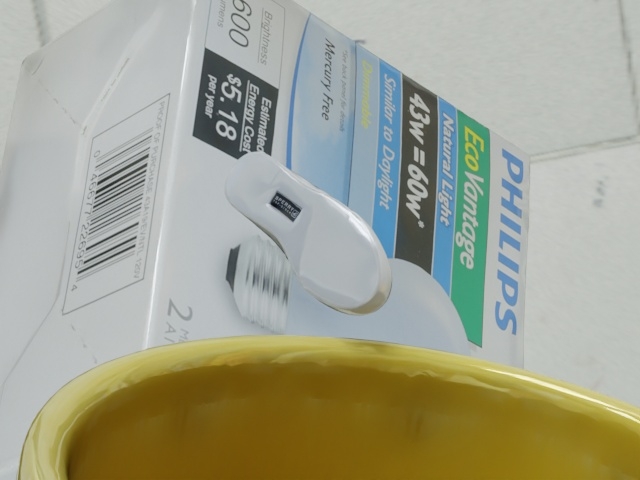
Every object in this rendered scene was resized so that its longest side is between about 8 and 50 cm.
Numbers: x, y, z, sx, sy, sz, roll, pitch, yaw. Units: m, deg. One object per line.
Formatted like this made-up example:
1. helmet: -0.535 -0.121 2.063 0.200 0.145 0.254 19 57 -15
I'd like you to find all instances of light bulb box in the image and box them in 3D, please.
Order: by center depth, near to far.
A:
1. light bulb box: -0.040 0.048 1.052 0.361 0.225 0.357 27 55 -37

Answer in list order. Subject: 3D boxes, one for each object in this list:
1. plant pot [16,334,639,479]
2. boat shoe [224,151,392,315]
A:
1. plant pot: 0.018 0.182 0.460 0.254 0.254 0.239 9 105 -6
2. boat shoe: 0.000 0.000 0.574 0.035 0.100 0.035 -53 138 3
